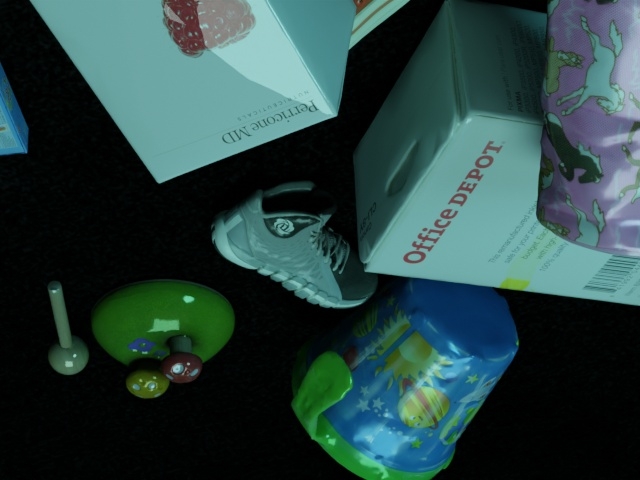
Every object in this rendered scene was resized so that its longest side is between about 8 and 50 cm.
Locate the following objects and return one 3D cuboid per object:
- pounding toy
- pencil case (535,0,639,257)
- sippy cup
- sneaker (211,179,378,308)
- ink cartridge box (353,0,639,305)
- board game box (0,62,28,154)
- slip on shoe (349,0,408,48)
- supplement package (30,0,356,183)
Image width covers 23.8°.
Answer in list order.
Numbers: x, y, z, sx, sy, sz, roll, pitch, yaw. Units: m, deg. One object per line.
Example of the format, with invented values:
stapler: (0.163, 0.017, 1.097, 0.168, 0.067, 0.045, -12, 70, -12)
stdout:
pounding toy: (-0.223, 0.140, 1.895, 0.236, 0.110, 0.183, 1, 146, -8)
pencil case: (0.278, -0.175, 1.288, 0.167, 0.160, 0.386, 19, 121, 31)
sippy cup: (0.117, 0.148, 1.862, 0.240, 0.305, 0.224, 34, 126, -6)
sneaker: (0.000, 0.000, 1.733, 0.228, 0.086, 0.132, 20, 137, -31)
ink cartridge box: (0.257, -0.080, 1.566, 0.384, 0.160, 0.279, 7, 145, -18)
board game box: (-0.416, -0.136, 1.516, 0.211, 0.039, 0.160, -6, 147, 2)
slip on shoe: (-0.010, -0.217, 1.388, 0.101, 0.123, 0.331, 37, 132, -17)
supplement package: (-0.117, -0.227, 1.208, 0.177, 0.175, 0.293, -20, 124, 22)
